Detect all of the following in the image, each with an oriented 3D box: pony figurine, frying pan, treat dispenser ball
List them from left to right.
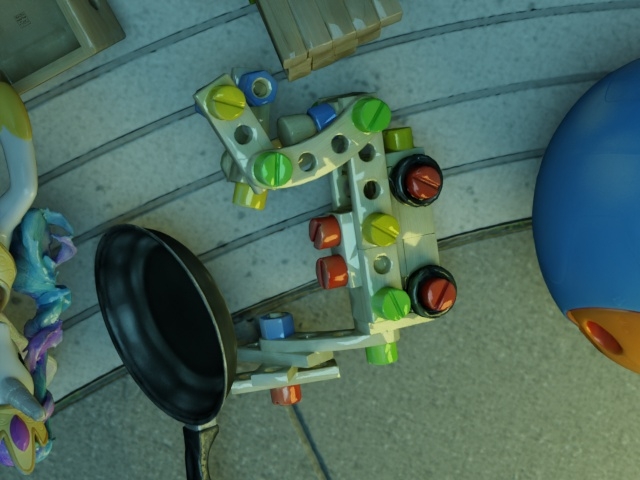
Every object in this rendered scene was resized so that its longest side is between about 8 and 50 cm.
[{"bbox_3d":[-0.343,0.040,1.150,0.351,0.303,0.363,-24,74,45],"label":"pony figurine"},{"bbox_3d":[-0.109,0.131,1.229,0.053,0.197,0.326,-26,88,-35],"label":"frying pan"},{"bbox_3d":[0.322,-0.020,1.136,0.288,0.288,0.288,0,104,0],"label":"treat dispenser ball"}]

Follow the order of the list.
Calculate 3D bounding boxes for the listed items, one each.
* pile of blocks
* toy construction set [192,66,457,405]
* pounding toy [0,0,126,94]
[{"bbox_3d":[-0.083,-0.278,1.152,0.362,0.112,0.149,42,81,6],"label":"pile of blocks"},{"bbox_3d":[0.000,0.000,1.211,0.215,0.151,0.327,-12,114,-23],"label":"toy construction set"},{"bbox_3d":[-0.247,-0.217,1.192,0.130,0.100,0.141,-24,101,20],"label":"pounding toy"}]
